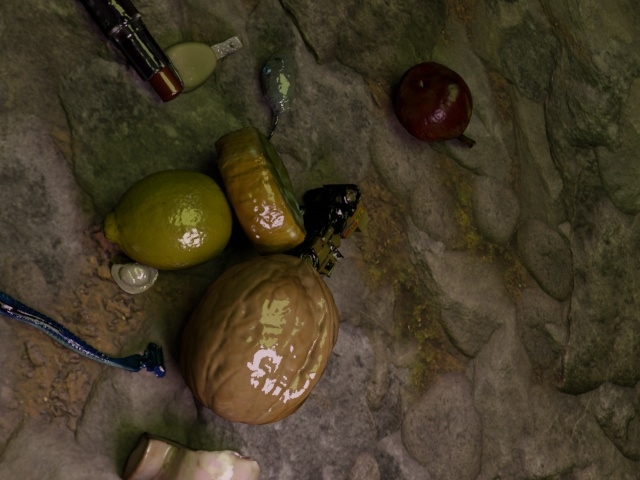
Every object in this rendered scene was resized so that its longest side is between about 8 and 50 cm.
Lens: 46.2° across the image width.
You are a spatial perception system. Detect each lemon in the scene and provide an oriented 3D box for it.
[{"bbox_3d":[-0.266,-0.035,1.341,0.249,0.184,0.184,-11,87,-30],"label":"lemon"}]

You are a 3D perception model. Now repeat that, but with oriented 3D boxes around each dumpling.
[{"bbox_3d":[-0.335,0.067,1.355,0.077,0.043,0.059,6,99,-38],"label":"dumpling"}]

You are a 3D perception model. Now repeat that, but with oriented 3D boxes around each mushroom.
[{"bbox_3d":[-0.213,0.439,1.284,0.236,0.162,0.173,26,64,-27],"label":"mushroom"}]

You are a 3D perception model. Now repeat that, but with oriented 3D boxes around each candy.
[{"bbox_3d":[-0.116,-0.093,1.431,0.118,0.260,0.259,-25,97,6],"label":"candy"}]

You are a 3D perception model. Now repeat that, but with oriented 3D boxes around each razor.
[{"bbox_3d":[-0.417,0.162,1.269,0.324,0.093,0.056,27,100,-25],"label":"razor"}]

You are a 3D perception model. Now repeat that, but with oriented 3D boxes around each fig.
[{"bbox_3d":[0.320,-0.322,1.838,0.290,0.191,0.190,11,73,-33],"label":"fig"}]

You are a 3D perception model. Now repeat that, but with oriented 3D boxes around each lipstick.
[{"bbox_3d":[-0.363,-0.394,1.412,0.299,0.081,0.081,53,55,-13],"label":"lipstick"}]

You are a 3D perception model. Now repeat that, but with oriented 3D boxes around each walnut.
[{"bbox_3d":[-0.105,0.171,1.354,0.277,0.252,0.312,29,88,-33],"label":"walnut"}]

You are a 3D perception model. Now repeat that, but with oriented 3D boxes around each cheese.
[{"bbox_3d":[-0.233,-0.373,1.527,0.192,0.037,0.097,-36,102,-35],"label":"cheese"}]

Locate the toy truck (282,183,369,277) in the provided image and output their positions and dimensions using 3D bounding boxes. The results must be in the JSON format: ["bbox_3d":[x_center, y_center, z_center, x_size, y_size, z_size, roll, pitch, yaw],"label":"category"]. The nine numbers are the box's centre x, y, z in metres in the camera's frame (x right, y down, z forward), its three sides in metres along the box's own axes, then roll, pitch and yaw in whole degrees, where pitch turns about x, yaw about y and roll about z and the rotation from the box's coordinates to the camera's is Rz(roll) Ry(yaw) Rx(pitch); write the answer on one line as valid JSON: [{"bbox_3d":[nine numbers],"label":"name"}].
[{"bbox_3d":[-0.003,-0.002,1.565,0.257,0.127,0.127,-54,126,-31],"label":"toy truck"}]

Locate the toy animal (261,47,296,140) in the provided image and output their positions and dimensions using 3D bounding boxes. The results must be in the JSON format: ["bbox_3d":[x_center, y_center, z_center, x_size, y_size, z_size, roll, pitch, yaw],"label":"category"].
[{"bbox_3d":[-0.103,-0.288,1.597,0.079,0.070,0.252,14,82,3],"label":"toy animal"}]
